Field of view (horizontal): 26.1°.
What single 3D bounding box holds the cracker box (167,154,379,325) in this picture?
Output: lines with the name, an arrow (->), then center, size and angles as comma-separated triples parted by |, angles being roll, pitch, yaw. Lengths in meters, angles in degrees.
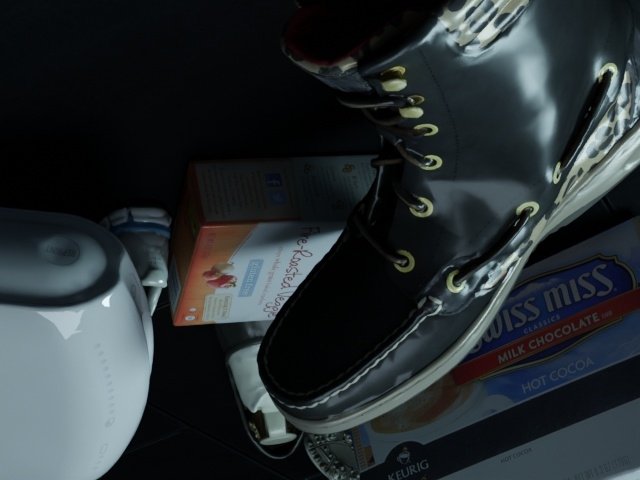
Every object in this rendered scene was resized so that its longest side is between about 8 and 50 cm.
cracker box -> 0.000, 0.000, 1.117 | 0.232, 0.067, 0.156 | -4, 149, -17

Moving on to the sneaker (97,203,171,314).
sneaker -> -0.175, 0.051, 1.124 | 0.071, 0.083, 0.191 | 4, 147, -29

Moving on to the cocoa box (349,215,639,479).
cocoa box -> 0.229, 0.171, 1.334 | 0.347, 0.228, 0.231 | -27, 148, 23

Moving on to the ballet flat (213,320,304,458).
ballet flat -> -0.041, 0.126, 1.286 | 0.095, 0.096, 0.280 | -11, 150, -3

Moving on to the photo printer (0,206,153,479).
photo printer -> -0.279, 0.080, 1.023 | 0.307, 0.107, 0.256 | 6, 138, -5

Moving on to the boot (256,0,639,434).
boot -> 0.056, -0.059, 0.896 | 0.377, 0.138, 0.284 | -42, 143, 3

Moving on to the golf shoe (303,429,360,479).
golf shoe -> 0.028, 0.254, 1.564 | 0.086, 0.069, 0.176 | -2, 148, 47
